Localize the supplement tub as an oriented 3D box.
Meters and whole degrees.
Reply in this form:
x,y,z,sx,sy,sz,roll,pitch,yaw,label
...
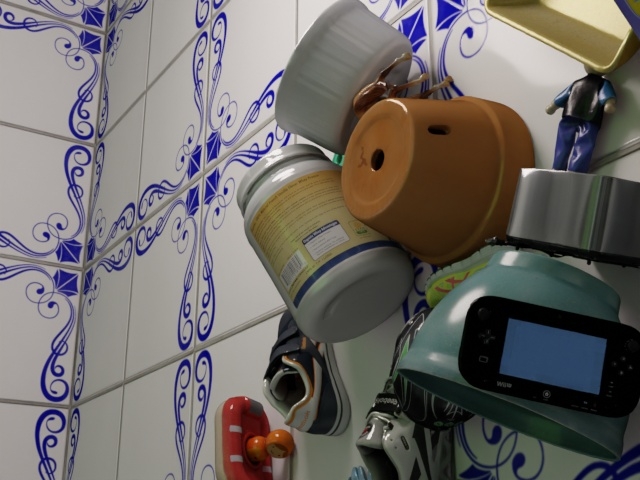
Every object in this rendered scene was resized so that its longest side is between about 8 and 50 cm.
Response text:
x,y,z,sx,sy,sz,roll,pitch,yaw,label
0.000,0.000,1.639,0.228,0.228,0.316,-56,51,33,supplement tub

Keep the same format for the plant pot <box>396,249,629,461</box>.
x,y,z,sx,sy,sz,roll,pitch,yaw,label
0.268,0.133,1.171,0.293,0.293,0.196,3,67,60,plant pot

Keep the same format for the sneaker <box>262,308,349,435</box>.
x,y,z,sx,sy,sz,roll,pitch,yaw,label
-0.048,0.239,1.796,0.126,0.128,0.321,-62,32,28,sneaker

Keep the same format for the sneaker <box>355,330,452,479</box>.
x,y,z,sx,sy,sz,roll,pitch,yaw,label
0.129,0.289,1.462,0.122,0.146,0.330,-33,50,52,sneaker

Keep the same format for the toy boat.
x,y,z,sx,sy,sz,roll,pitch,yaw,label
-0.123,0.427,1.867,0.151,0.151,0.231,-18,60,23,toy boat

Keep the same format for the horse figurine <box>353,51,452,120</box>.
x,y,z,sx,sy,sz,roll,pitch,yaw,label
0.128,-0.236,1.581,0.174,0.263,0.066,-37,70,24,horse figurine

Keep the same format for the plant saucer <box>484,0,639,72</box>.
x,y,z,sx,sy,sz,roll,pitch,yaw,label
0.414,-0.430,1.309,0.333,0.081,0.332,51,124,53,plant saucer

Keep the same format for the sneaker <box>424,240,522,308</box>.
x,y,z,sx,sy,sz,roll,pitch,yaw,label
0.237,0.078,1.421,0.208,0.082,0.094,-39,56,51,sneaker

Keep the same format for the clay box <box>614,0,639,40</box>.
x,y,z,sx,sy,sz,roll,pitch,yaw,label
0.459,-0.358,1.120,0.222,0.053,0.127,-34,84,26,clay box

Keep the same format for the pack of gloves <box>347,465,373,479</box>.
x,y,z,sx,sy,sz,roll,pitch,yaw,label
0.045,0.525,1.610,0.195,0.046,0.232,-52,39,38,pack of gloves

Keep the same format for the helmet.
x,y,z,sx,sy,sz,roll,pitch,yaw,label
0.186,0.189,1.374,0.161,0.169,0.169,104,158,-48,helmet

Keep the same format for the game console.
x,y,z,sx,sy,sz,roll,pitch,yaw,label
0.329,0.158,0.998,0.044,0.361,0.213,93,-170,-69,game console

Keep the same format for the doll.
x,y,z,sx,sy,sz,roll,pitch,yaw,label
0.373,-0.180,1.317,0.129,0.046,0.189,22,98,59,doll

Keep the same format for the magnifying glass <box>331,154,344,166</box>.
x,y,z,sx,sy,sz,roll,pitch,yaw,label
0.039,-0.160,1.895,0.231,0.026,0.092,-58,35,31,magnifying glass

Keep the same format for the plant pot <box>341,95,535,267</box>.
x,y,z,sx,sy,sz,roll,pitch,yaw,label
0.170,-0.106,1.477,0.291,0.204,0.290,-27,58,53,plant pot

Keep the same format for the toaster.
x,y,z,sx,sy,sz,roll,pitch,yaw,label
0.343,-0.026,1.175,0.168,0.186,0.110,13,95,61,toaster

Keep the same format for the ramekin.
x,y,z,sx,sy,sz,roll,pitch,yaw,label
0.051,-0.291,1.685,0.135,0.277,0.277,33,113,17,ramekin
